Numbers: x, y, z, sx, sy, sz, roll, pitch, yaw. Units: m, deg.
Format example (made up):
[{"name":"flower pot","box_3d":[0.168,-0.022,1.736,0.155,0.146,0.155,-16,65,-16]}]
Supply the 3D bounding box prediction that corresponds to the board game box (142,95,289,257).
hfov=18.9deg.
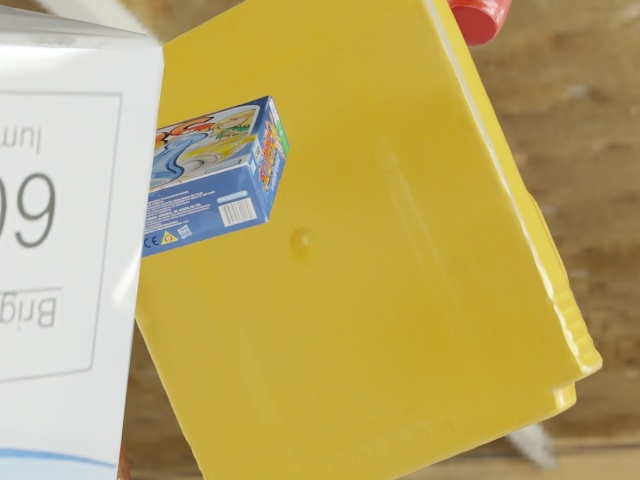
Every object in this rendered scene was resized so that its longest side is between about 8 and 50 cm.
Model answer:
[{"name":"board game box","box_3d":[-0.121,-0.018,1.031,0.201,0.035,0.136,-16,17,8]}]

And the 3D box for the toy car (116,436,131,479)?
[{"name":"toy car","box_3d":[-0.136,0.166,0.902,0.149,0.188,0.155,-18,-35,-22]}]

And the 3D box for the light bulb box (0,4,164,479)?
[{"name":"light bulb box","box_3d":[-0.253,0.111,0.425,0.358,0.361,0.225,-4,15,-44]}]

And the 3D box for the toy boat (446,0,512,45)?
[{"name":"toy boat","box_3d":[0.124,-0.283,1.297,0.267,0.148,0.318,13,-36,5]}]

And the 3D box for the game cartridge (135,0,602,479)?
[{"name":"game cartridge","box_3d":[0.000,0.000,1.252,0.285,0.324,0.052,-24,-3,25]}]
